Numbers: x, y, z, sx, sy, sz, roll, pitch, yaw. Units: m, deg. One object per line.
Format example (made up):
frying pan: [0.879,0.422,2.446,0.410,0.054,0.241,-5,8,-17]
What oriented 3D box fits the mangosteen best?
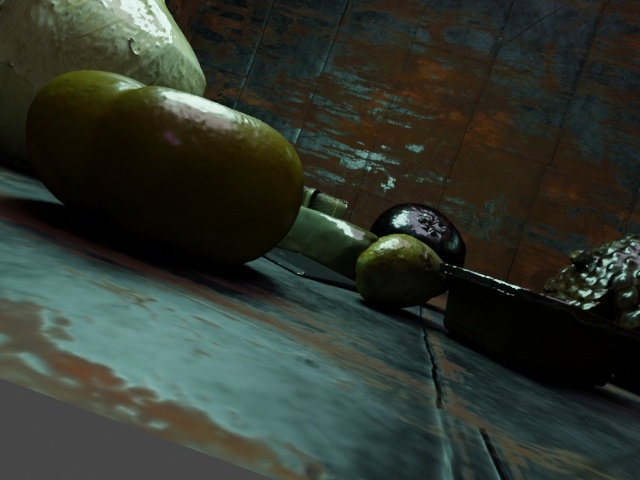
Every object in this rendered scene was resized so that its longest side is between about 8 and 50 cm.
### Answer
mangosteen: [0.202,0.035,0.920,0.216,0.216,0.216,20,0,0]

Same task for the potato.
potato: [0.107,0.044,0.565,0.170,0.107,0.080,20,42,-46]

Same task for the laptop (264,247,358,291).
laptop: [-0.034,0.036,0.673,0.135,0.016,0.197,18,1,-39]

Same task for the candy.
candy: [0.000,0.000,0.836,0.233,0.104,0.102,21,1,38]

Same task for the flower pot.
flower pot: [0.254,0.108,0.508,0.250,0.084,0.178,19,2,-30]

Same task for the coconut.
coconut: [-0.377,-0.272,0.705,0.346,0.361,0.346,22,-1,1]

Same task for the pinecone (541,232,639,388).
pinecone: [0.562,0.123,0.740,0.296,0.298,0.242,40,-16,28]

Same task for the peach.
peach: [-0.137,-0.068,0.399,0.251,0.153,0.251,16,-6,2]

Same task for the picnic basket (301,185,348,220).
picnic basket: [-0.053,-0.053,1.102,0.139,0.165,0.266,19,0,-19]
